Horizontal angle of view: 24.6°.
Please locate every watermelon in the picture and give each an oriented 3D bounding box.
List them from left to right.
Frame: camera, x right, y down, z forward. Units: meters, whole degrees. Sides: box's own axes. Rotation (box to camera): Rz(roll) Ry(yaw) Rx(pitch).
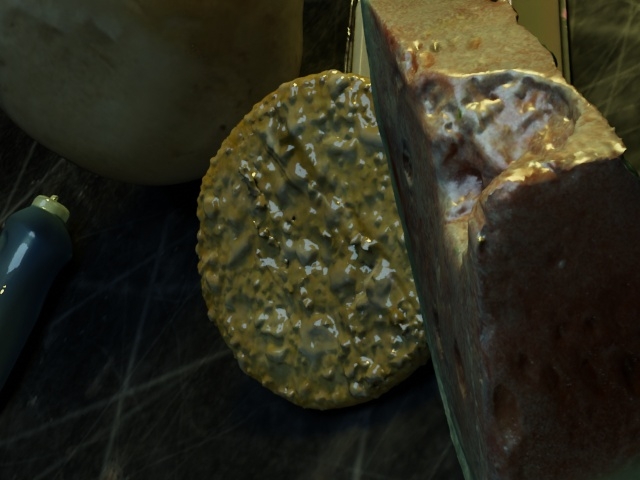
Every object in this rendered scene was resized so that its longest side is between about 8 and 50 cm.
[{"bbox_3d":[0.113,-0.021,0.722,0.148,0.226,0.318,-14,66,1],"label":"watermelon"}]

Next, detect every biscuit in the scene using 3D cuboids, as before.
[{"bbox_3d":[0.001,0.000,0.917,0.220,0.033,0.220,1,92,41],"label":"biscuit"}]

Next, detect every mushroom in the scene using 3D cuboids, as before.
[{"bbox_3d":[-0.134,-0.208,1.173,0.292,0.292,0.290,-33,15,28],"label":"mushroom"}]

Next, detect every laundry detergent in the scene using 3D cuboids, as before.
[{"bbox_3d":[-0.274,0.047,1.283,0.096,0.061,0.206,-10,50,58],"label":"laundry detergent"}]

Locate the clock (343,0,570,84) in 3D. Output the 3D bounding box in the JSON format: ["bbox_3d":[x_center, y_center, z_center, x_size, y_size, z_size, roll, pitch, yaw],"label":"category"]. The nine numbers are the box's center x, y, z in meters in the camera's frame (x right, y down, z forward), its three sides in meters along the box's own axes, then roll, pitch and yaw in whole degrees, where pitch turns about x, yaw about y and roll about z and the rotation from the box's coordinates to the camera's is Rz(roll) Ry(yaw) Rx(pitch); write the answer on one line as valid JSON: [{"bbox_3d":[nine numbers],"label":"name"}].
[{"bbox_3d":[0.090,-0.120,0.967,0.147,0.071,0.192,-29,39,33],"label":"clock"}]
